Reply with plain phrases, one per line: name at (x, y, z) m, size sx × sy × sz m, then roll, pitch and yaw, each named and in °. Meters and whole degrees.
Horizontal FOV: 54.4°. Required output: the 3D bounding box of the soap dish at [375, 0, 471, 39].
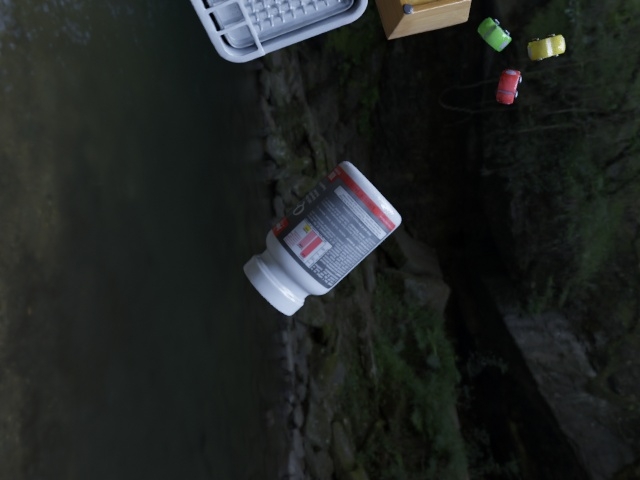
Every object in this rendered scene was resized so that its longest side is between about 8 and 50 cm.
soap dish at (0.232, -0.661, 1.521) m, size 0.118 × 0.229 × 0.291 m, roll 169°, pitch -96°, yaw -75°

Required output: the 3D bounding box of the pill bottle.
pill bottle at (0.000, 0.000, 1.512) m, size 0.210 × 0.363 × 0.210 m, roll 46°, pitch 5°, yaw -5°

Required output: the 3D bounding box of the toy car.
toy car at (0.526, -0.530, 1.741) m, size 0.225 × 0.239 × 0.053 m, roll 45°, pitch 29°, yaw 2°

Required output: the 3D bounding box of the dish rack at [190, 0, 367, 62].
dish rack at (-0.091, -0.519, 1.225) m, size 0.285 × 0.332 × 0.072 m, roll 63°, pitch 12°, yaw -53°
